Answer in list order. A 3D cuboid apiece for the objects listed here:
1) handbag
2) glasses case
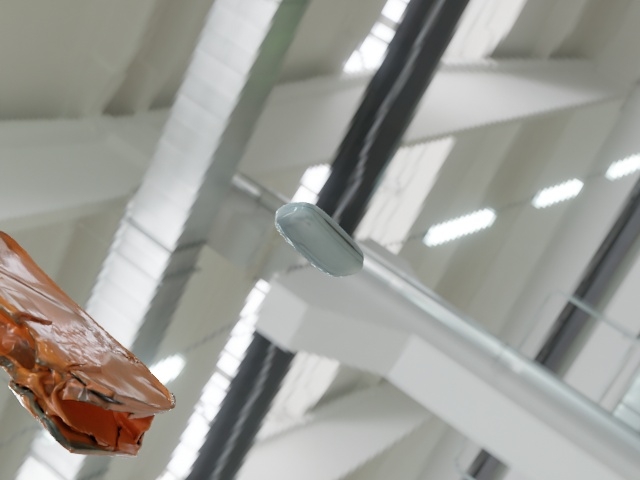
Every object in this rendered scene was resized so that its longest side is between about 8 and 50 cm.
[{"bbox_3d":[-0.404,0.135,1.760,0.116,0.410,0.303,-49,-17,1],"label":"handbag"},{"bbox_3d":[0.000,0.000,1.849,0.178,0.067,0.045,44,-142,-42],"label":"glasses case"}]
